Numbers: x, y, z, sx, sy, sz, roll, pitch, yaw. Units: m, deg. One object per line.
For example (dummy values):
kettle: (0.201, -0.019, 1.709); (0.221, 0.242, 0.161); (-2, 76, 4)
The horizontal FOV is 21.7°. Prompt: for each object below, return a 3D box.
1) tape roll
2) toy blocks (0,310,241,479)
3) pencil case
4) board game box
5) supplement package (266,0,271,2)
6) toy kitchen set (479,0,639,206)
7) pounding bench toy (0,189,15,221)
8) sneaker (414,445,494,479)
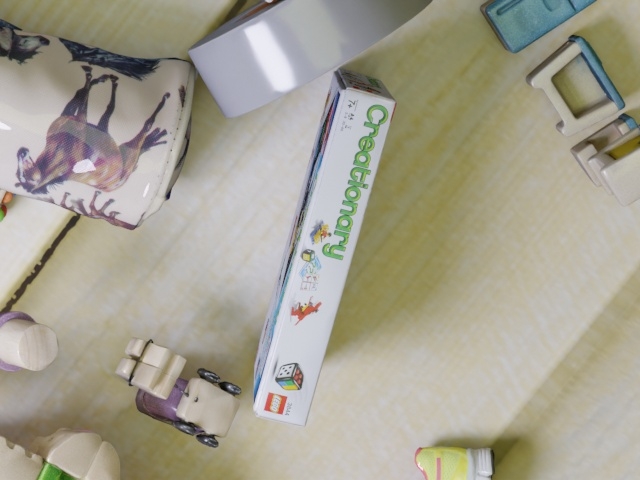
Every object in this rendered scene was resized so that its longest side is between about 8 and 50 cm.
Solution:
tape roll: (-0.009, -0.194, 1.497); (0.219, 0.219, 0.072); (-29, 101, 3)
toy blocks: (-0.298, 0.211, 1.588); (0.288, 0.260, 0.309); (35, 72, -37)
pencil case: (-0.317, -0.143, 1.524); (0.410, 0.183, 0.160); (18, 122, -5)
board game box: (0.000, 0.000, 1.549); (0.053, 0.193, 0.305); (15, 100, -5)
supplement package: (-0.033, -0.332, 1.477); (0.149, 0.203, 0.194); (44, 96, -9)
toy kitchen set: (0.262, -0.158, 1.542); (0.122, 0.166, 0.207); (-34, 101, 4)
pounding bench toy: (-0.326, -0.043, 1.582); (0.065, 0.083, 0.052); (25, 99, -6)
sneaker: (0.109, 0.299, 1.677); (0.094, 0.081, 0.208); (14, 94, 2)
